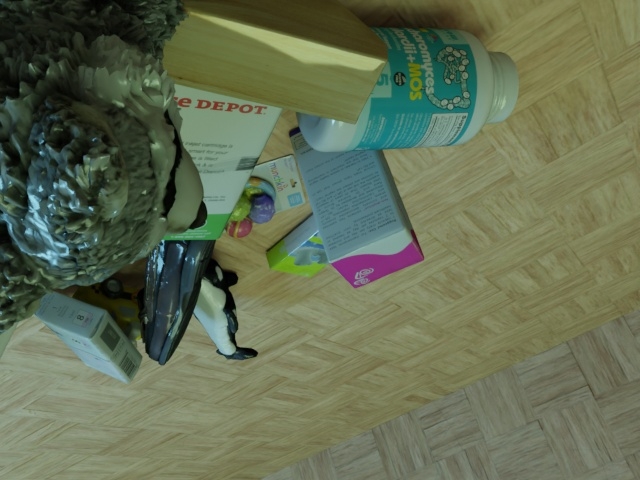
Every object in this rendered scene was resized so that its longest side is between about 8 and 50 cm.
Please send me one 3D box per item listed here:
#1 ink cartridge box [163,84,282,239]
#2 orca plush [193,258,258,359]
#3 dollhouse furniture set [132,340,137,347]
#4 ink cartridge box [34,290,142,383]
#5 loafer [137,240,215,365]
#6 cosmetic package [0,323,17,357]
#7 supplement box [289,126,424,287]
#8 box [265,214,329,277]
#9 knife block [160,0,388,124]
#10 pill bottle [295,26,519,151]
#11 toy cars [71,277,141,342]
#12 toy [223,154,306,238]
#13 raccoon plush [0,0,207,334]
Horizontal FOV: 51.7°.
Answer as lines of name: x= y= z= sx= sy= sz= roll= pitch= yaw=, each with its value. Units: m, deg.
ink cartridge box: x=-0.187 y=-0.126 z=0.778 sx=0.211 sy=0.122 sz=0.289 roll=1 pitch=146 yaw=-29
orca plush: x=-0.169 y=0.112 z=1.206 sx=0.102 sy=0.151 sz=0.287 roll=-47 pitch=133 yaw=-27
dollhouse furniture set: x=-0.328 y=0.179 z=1.253 sx=0.091 sy=0.081 sz=0.114 roll=-25 pitch=150 yaw=13
ink cartridge box: x=-0.408 y=0.131 z=1.025 sx=0.232 sy=0.066 sz=0.189 roll=15 pitch=152 yaw=12
loafer: x=-0.237 y=0.072 z=1.021 sx=0.095 sy=0.109 sz=0.303 roll=24 pitch=128 yaw=-2
cosmetic package: x=-0.485 y=0.039 z=0.494 sx=0.393 sy=0.330 sz=0.327 roll=31 pitch=168 yaw=-37
supplement box: x=0.049 y=-0.063 z=0.914 sx=0.113 sy=0.220 sz=0.111 roll=-25 pitch=149 yaw=11
box: x=0.000 y=0.000 z=1.175 sx=0.109 sy=0.042 sz=0.178 roll=14 pitch=138 yaw=-44
knife block: x=-0.110 y=-0.191 z=0.607 sx=0.242 sy=0.276 sz=0.088 roll=-35 pitch=164 yaw=-37
pill bottle: x=0.110 y=-0.187 z=0.817 sx=0.264 sy=0.146 sz=0.146 roll=-6 pitch=148 yaw=-21
toy cars: x=-0.347 y=0.077 z=1.036 sx=0.176 sy=0.087 sz=0.394 roll=-16 pitch=145 yaw=5
toy: x=-0.138 y=-0.039 z=1.021 sx=0.237 sy=0.056 sz=0.137 roll=-17 pitch=151 yaw=-2
raccoon plush: x=-0.273 y=-0.126 z=0.410 sx=0.446 sy=0.299 sz=0.216 roll=16 pitch=132 yaw=-14
